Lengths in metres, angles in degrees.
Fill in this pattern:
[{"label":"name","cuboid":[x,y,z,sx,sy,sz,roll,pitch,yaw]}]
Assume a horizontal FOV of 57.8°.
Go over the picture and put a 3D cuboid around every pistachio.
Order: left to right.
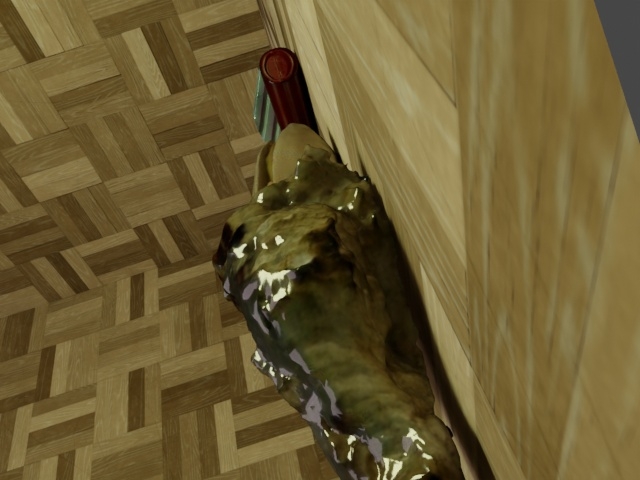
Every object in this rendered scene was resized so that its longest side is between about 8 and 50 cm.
[{"label":"pistachio","cuboid":[-0.021,-0.050,0.735,0.152,0.126,0.223,15,-131,-46]}]

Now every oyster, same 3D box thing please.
[{"label":"oyster","cuboid":[0.011,0.083,0.473,0.337,0.133,0.198,56,145,29]}]

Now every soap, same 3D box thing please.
[{"label":"soap","cuboid":[-0.082,-0.267,1.154,0.056,0.100,0.149,-94,13,-66]}]

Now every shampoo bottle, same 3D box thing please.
[{"label":"shampoo bottle","cuboid":[-0.043,-0.205,1.033,0.260,0.064,0.102,73,179,-49]}]
